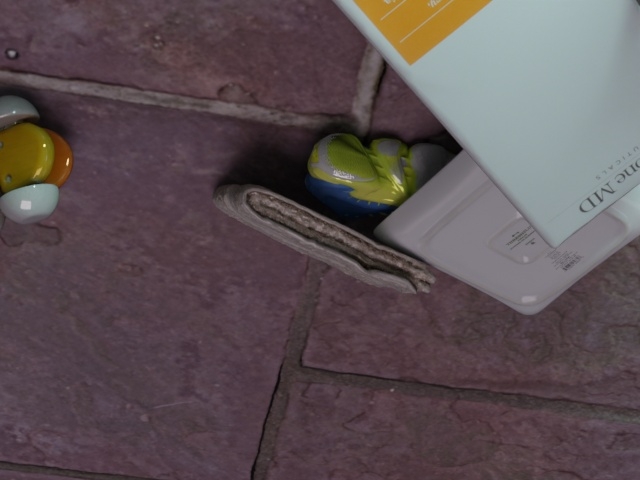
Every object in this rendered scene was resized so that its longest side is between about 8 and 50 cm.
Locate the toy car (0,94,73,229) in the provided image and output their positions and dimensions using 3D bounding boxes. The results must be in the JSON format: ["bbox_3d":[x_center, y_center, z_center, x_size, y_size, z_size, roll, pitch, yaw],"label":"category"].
[{"bbox_3d":[-0.395,-0.086,1.715,0.182,0.159,0.136,-19,170,19],"label":"toy car"}]

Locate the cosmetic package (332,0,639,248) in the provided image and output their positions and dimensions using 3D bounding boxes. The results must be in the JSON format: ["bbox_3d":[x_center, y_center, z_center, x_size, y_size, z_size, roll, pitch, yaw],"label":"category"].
[{"bbox_3d":[0.186,-0.222,1.384,0.230,0.161,0.453,-39,127,11],"label":"cosmetic package"}]

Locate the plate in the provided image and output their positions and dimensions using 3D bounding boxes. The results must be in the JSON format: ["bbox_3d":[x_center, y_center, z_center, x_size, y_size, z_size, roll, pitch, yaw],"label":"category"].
[{"bbox_3d":[0.254,-0.015,1.704,0.278,0.045,0.277,26,132,-25],"label":"plate"}]

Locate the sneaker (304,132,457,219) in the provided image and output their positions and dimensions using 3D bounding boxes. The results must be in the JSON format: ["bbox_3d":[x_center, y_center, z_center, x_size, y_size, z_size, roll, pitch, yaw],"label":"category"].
[{"bbox_3d":[0.089,-0.073,1.764,0.240,0.091,0.126,16,153,-17],"label":"sneaker"}]

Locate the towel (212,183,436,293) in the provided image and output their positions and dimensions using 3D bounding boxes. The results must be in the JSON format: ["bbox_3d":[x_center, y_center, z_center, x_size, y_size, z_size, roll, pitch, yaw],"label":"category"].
[{"bbox_3d":[0.000,0.000,1.765,0.282,0.049,0.187,26,174,-17],"label":"towel"}]
